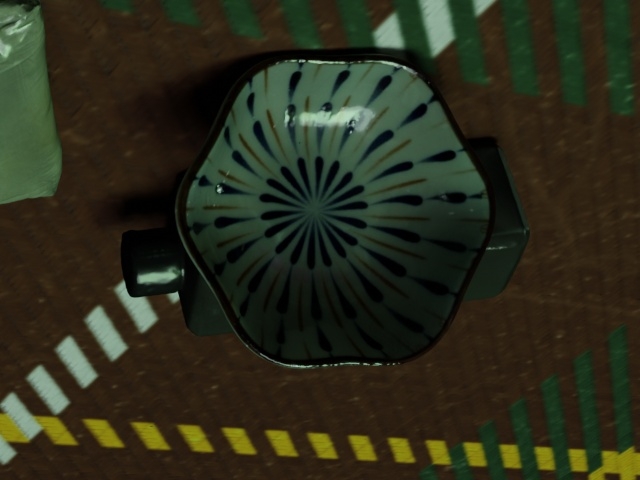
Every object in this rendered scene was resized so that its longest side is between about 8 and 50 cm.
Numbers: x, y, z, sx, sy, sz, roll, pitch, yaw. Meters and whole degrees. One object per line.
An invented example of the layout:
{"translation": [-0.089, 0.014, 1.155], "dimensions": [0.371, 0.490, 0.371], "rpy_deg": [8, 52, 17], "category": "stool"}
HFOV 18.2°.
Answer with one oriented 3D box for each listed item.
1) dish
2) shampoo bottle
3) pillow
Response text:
{"translation": [0.002, -0.015, 1.148], "dimensions": [0.191, 0.190, 0.066], "rpy_deg": [-5, 180, -19], "category": "dish"}
{"translation": [0.000, 0.000, 1.233], "dimensions": [0.246, 0.080, 0.079], "rpy_deg": [-7, 150, -16], "category": "shampoo bottle"}
{"translation": [-0.202, -0.063, 1.015], "dimensions": [0.134, 0.077, 0.181], "rpy_deg": [-11, 153, -10], "category": "pillow"}
